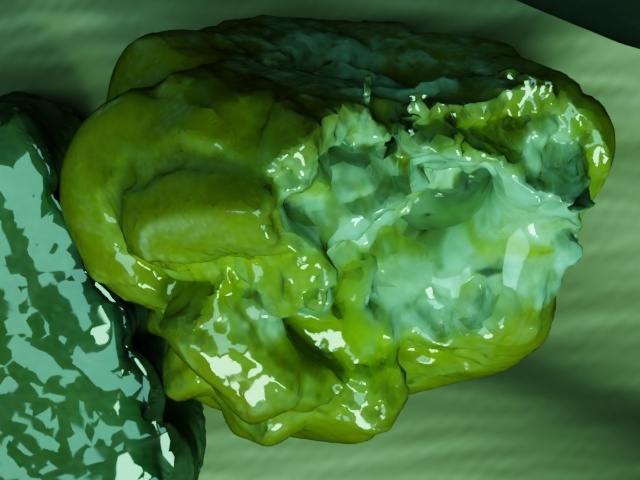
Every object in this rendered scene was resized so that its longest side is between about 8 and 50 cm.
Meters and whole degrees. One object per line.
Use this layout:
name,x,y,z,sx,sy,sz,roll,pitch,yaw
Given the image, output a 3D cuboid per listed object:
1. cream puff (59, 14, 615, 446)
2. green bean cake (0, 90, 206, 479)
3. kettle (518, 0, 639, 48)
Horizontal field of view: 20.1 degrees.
cream puff,-0.003,-0.002,0.762,0.221,0.195,0.194,-3,111,-27
green bean cake,-0.173,0.058,0.848,0.227,0.125,0.222,-17,100,15
kettle,0.041,-0.234,0.664,0.308,0.203,0.262,25,130,1
